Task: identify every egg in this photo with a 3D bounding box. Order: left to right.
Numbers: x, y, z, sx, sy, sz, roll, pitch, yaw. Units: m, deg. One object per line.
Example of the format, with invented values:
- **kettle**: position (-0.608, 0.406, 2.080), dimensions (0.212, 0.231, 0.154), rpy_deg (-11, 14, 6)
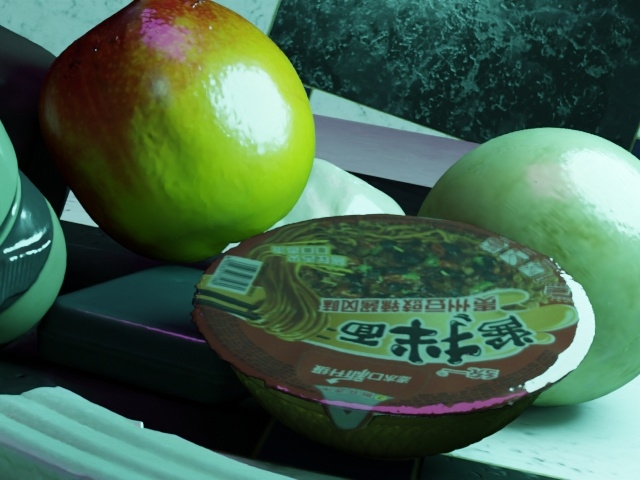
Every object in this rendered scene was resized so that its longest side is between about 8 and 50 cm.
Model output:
- **egg**: position (0.183, 0.022, 1.502), dimensions (0.218, 0.218, 0.295), rpy_deg (13, 0, 13)

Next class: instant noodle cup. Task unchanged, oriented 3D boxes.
- **instant noodle cup**: position (0.046, 0.080, 1.289), dimensions (0.274, 0.091, 0.274), rpy_deg (2, 29, -1)

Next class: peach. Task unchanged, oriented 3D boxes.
- **peach**: position (-0.119, -0.094, 1.558), dimensions (0.231, 0.231, 0.231), rpy_deg (10, 10, -2)

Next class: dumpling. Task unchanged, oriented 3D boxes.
- **dumpling**: position (0.000, 0.000, 1.685), dimensions (0.250, 0.132, 0.162), rpy_deg (30, 7, 18)

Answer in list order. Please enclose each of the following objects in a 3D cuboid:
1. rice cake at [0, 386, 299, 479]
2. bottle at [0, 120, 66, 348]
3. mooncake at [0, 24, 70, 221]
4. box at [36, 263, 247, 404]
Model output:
- **rice cake**: position (-0.100, 0.135, 1.057), dimensions (0.237, 0.043, 0.127), rpy_deg (18, 13, 33)
- **bottle**: position (-0.284, -0.055, 1.233), dimensions (0.168, 0.168, 0.347), rpy_deg (17, -27, 32)
- **mooncake**: position (-0.388, -0.115, 1.663), dimensions (0.350, 0.212, 0.381), rpy_deg (20, 10, 22)
- **box**: position (-0.099, 0.066, 1.423), dimensions (0.160, 0.050, 0.230), rpy_deg (13, 10, 16)
